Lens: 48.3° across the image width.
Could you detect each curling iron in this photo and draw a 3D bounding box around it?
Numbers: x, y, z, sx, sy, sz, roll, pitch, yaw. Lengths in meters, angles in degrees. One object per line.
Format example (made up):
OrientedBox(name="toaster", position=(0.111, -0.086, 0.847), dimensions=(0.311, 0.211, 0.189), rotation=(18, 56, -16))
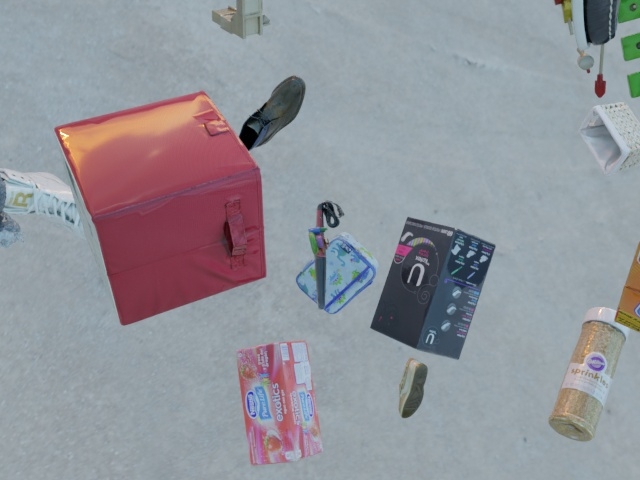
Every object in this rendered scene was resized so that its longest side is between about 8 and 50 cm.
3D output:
OrientedBox(name="curling iron", position=(0.012, 0.031, 1.734), dimensions=(0.068, 0.035, 0.274), rotation=(3, 76, 13))

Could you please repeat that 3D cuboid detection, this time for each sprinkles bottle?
OrientedBox(name="sprinkles bottle", position=(0.715, 0.350, 1.892), dimensions=(0.121, 0.121, 0.355), rotation=(38, 62, -12))

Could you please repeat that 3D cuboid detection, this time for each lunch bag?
OrientedBox(name="lunch bag", position=(0.053, 0.098, 2.095), dimensions=(0.176, 0.219, 0.090), rotation=(45, 24, -4))

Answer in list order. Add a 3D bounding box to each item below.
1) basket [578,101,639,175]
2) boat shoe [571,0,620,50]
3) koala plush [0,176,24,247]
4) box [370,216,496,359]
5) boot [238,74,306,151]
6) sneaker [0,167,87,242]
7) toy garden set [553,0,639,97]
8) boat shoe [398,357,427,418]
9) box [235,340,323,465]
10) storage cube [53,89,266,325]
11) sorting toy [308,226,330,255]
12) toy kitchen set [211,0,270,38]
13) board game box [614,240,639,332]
OrientedBox(name="basket", position=(0.794, -0.276, 1.922), dimensions=(0.103, 0.113, 0.167), rotation=(-14, 63, -13))
OrientedBox(name="boat shoe", position=(0.280, -0.318, 0.651), dimensions=(0.114, 0.091, 0.303), rotation=(-66, 152, -42))
OrientedBox(name="koala plush", position=(-0.446, -0.041, 0.821), dimensions=(0.196, 0.203, 0.221), rotation=(66, 20, -7))
OrientedBox(name="box", position=(0.247, 0.104, 1.582), dimensions=(0.143, 0.165, 0.271), rotation=(18, 89, -36))
OrientedBox(name="boot", position=(-0.115, -0.284, 1.658), dimensions=(0.082, 0.219, 0.106), rotation=(40, 38, -3))
OrientedBox(name="sneaker", position=(-0.517, -0.061, 1.366), dimensions=(0.169, 0.292, 0.108), rotation=(-1, 109, -63))
OrientedBox(name="toy garden set", position=(0.538, -0.378, 1.279), dimensions=(0.049, 0.203, 0.244), rotation=(-58, 133, -66))
OrientedBox(name="boat shoe", position=(0.190, 0.311, 1.512), dimensions=(0.050, 0.135, 0.045), rotation=(2, 22, -33))
OrientedBox(name="box", position=(-0.107, 0.422, 1.877), dimensions=(0.154, 0.142, 0.300), rotation=(9, 69, -61))
OrientedBox(name="storage cube", position=(-0.192, -0.043, 0.879), dimensions=(0.193, 0.184, 0.215), rotation=(-18, 48, -19))
OrientedBox(name="sorting toy", position=(0.000, 0.000, 1.562), dimensions=(0.042, 0.102, 0.061), rotation=(-14, 85, 3))
OrientedBox(name="toy kitchen set", position=(-0.103, -0.335, 1.000), dimensions=(0.068, 0.075, 0.083), rotation=(-23, 44, -31))
OrientedBox(name="board game box", position=(0.847, 0.026, 1.411), dimensions=(0.356, 0.356, 0.357), rotation=(26, 69, 27))
